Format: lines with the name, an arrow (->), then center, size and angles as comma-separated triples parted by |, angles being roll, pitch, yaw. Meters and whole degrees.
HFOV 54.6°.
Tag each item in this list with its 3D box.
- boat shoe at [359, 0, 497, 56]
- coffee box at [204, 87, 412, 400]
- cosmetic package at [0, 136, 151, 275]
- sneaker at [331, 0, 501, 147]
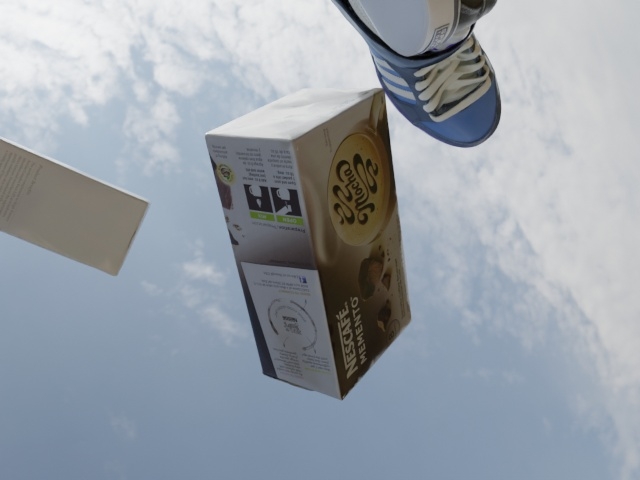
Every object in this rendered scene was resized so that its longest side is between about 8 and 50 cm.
boat shoe -> 0.042, -0.293, 0.455 | 0.102, 0.108, 0.301 | -33, -81, -19
coffee box -> 0.000, 0.000, 0.685 | 0.168, 0.119, 0.297 | -38, -53, -44
cosmetic package -> -0.365, -0.049, 0.858 | 0.231, 0.085, 0.117 | 25, -91, -14
sneaker -> 0.126, -0.202, 0.683 | 0.322, 0.130, 0.236 | 51, -168, -24
